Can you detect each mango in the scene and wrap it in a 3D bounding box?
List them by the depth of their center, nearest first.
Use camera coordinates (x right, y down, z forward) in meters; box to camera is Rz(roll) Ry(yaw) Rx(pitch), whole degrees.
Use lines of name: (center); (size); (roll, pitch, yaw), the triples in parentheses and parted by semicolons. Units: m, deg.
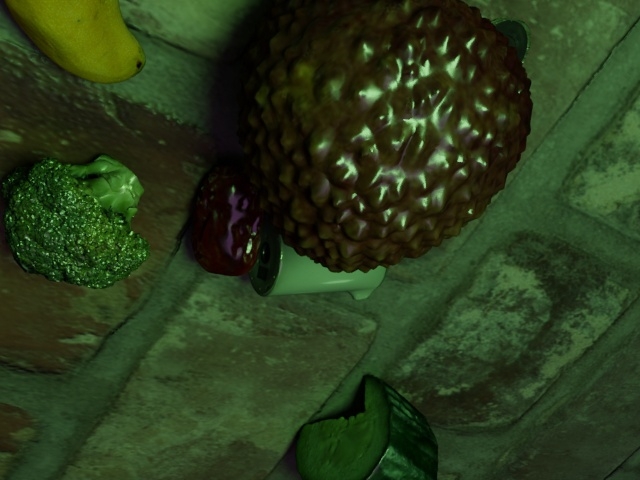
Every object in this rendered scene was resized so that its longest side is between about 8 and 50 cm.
mango: (-0.214, -0.209, 0.664); (0.098, 0.075, 0.190); (-17, 139, 0)

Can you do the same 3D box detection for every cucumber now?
cucumber: (0.067, 0.310, 1.142); (0.191, 0.191, 0.130); (-39, 123, 9)

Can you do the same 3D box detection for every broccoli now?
broccoli: (-0.235, -0.014, 0.780); (0.138, 0.146, 0.162); (-46, 122, -26)

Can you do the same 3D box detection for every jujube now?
jujube: (-0.101, -0.021, 0.865); (0.077, 0.077, 0.129); (-5, 122, -21)

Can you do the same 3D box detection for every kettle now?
kettle: (-0.002, 0.003, 0.928); (0.148, 0.127, 0.098); (1, 158, -27)

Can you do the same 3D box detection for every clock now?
clock: (0.199, -0.208, 0.888); (0.074, 0.010, 0.083); (0, 126, -25)

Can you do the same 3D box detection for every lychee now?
lychee: (0.051, -0.118, 0.713); (0.275, 0.276, 0.304); (15, 101, -33)
